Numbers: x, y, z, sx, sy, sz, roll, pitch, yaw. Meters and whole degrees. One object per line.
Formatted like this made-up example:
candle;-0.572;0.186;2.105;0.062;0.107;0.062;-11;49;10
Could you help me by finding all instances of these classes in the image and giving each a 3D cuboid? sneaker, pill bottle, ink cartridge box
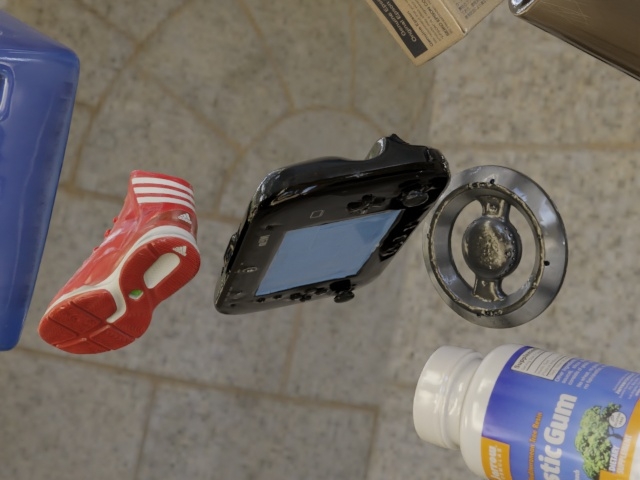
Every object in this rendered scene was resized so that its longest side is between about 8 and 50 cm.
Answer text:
sneaker;-0.188;0.017;1.297;0.221;0.128;0.087;-32;-52;32
pill bottle;0.241;0.195;1.413;0.272;0.152;0.152;12;-9;31
ink cartridge box;0.121;-0.310;1.278;0.193;0.234;0.088;52;-34;-7

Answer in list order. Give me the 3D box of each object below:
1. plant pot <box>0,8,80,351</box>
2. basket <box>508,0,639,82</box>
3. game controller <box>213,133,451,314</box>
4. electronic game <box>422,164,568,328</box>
plant pot;-0.337;-0.068;0.967;0.212;0.236;0.236;4;17;-42
basket;0.238;-0.151;0.775;0.226;0.154;0.204;20;-26;-10
game controller;0.000;0.000;1.153;0.166;0.067;0.319;-20;-15;-18
electronic game;0.239;0.009;1.853;0.229;0.229;0.048;3;9;37
